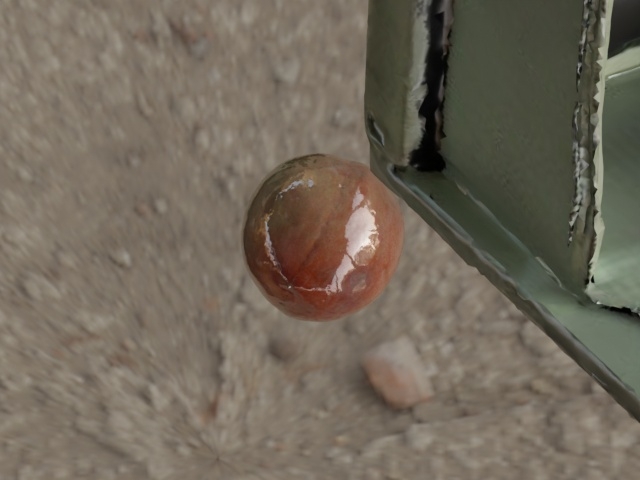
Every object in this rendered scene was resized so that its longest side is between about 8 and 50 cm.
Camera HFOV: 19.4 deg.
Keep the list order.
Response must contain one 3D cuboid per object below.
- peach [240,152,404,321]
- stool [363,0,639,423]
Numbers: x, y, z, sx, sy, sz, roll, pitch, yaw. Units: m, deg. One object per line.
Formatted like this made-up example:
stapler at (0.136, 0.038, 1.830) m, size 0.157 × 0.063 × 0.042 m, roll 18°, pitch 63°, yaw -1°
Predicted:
peach at (0.001, 0.000, 0.899) m, size 0.083 × 0.083 × 0.083 m, roll 0°, pitch 83°, yaw -3°
stool at (0.149, -0.069, 0.399) m, size 0.170 × 0.243 × 0.269 m, roll -21°, pitch 45°, yaw -24°
